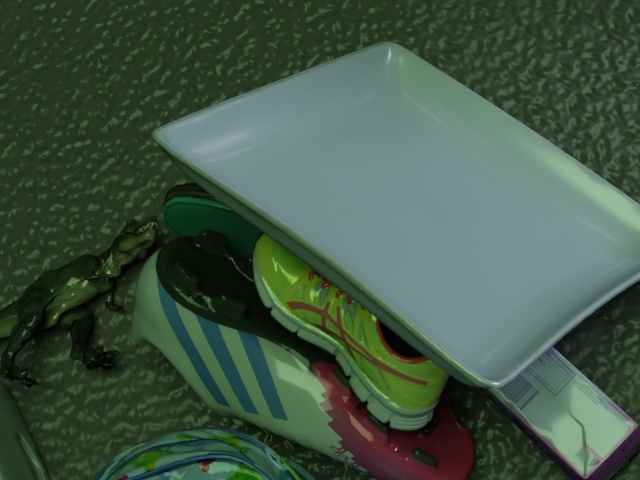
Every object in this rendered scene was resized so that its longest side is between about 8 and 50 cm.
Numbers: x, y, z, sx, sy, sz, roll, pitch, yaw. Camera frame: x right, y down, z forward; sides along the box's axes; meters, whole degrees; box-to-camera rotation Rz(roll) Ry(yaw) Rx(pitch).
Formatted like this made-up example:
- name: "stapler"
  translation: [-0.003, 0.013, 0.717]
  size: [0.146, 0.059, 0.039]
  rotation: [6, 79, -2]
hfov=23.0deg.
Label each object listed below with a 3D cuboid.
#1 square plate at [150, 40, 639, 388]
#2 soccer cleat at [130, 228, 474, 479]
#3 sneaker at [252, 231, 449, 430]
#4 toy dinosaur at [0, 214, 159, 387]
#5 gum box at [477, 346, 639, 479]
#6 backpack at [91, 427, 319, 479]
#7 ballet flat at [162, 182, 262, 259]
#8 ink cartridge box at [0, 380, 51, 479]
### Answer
- name: "square plate"
  translation: [0.088, -0.029, 1.304]
  size: [0.347, 0.344, 0.049]
  rotation: [37, 126, 21]
- name: "soccer cleat"
  translation: [-0.020, 0.123, 1.364]
  size: [0.331, 0.143, 0.116]
  rotation: [36, 43, 4]
- name: "sneaker"
  translation: [0.033, 0.053, 1.283]
  size: [0.208, 0.094, 0.081]
  rotation: [43, 44, 12]
- name: "toy dinosaur"
  translation: [-0.252, 0.074, 1.451]
  size: [0.268, 0.064, 0.118]
  rotation: [-25, 54, 6]
- name: "gum box"
  translation: [0.176, 0.122, 1.304]
  size: [0.062, 0.107, 0.188]
  rotation: [-45, 68, -3]
- name: "backpack"
  translation: [-0.070, 0.325, 1.244]
  size: [0.290, 0.273, 0.355]
  rotation: [-18, 57, 15]
- name: "ballet flat"
  translation: [0.000, 0.000, 1.399]
  size: [0.280, 0.095, 0.096]
  rotation: [23, 51, 9]
- name: "ink cartridge box"
  translation: [-0.386, 0.262, 1.391]
  size: [0.283, 0.117, 0.207]
  rotation: [-31, 68, 3]
